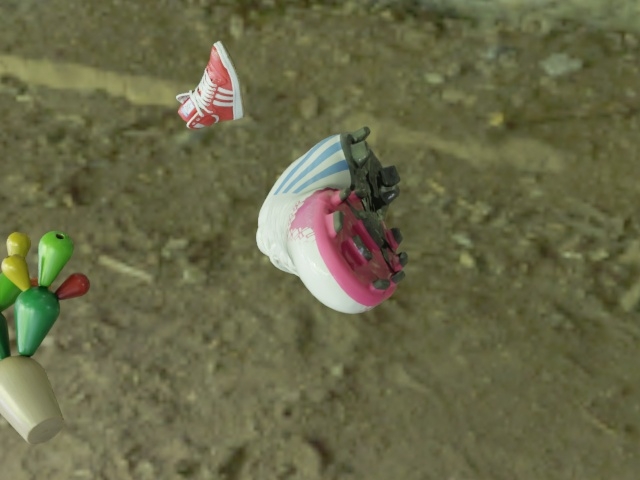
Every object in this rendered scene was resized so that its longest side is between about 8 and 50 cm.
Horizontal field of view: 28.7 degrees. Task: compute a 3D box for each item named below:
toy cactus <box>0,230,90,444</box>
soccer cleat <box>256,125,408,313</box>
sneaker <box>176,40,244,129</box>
[{"bbox_3d":[-0.270,0.098,1.054,0.219,0.112,0.180,-39,61,-1],"label":"toy cactus"},{"bbox_3d":[0.000,0.000,1.177,0.143,0.116,0.331,-32,15,17],"label":"soccer cleat"},{"bbox_3d":[-0.116,-0.154,1.276,0.067,0.118,0.042,-18,62,-7],"label":"sneaker"}]
